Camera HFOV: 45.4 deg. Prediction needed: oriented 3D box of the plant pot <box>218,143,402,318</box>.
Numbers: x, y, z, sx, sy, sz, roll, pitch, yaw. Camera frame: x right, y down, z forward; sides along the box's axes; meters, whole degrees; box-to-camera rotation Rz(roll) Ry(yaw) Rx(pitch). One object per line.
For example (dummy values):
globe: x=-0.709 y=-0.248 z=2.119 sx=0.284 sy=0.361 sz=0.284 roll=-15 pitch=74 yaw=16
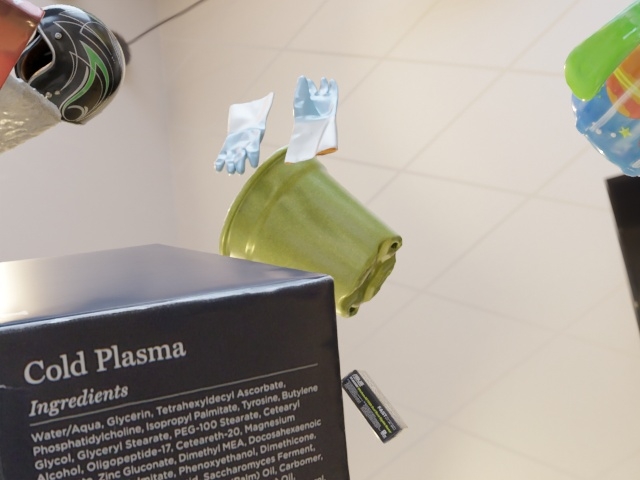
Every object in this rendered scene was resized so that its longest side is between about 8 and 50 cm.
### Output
plant pot: x=0.000 y=0.000 z=1.398 sx=0.254 sy=0.276 sz=0.276 roll=34 pitch=-152 yaw=19

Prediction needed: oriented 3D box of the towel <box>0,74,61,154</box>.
towel: x=-0.492 y=-0.146 z=0.954 sx=0.187 sy=0.282 sz=0.049 roll=45 pitch=-155 yaw=-60

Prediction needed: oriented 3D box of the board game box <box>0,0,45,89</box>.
board game box: x=-0.435 y=-0.245 z=0.749 sx=0.281 sy=0.145 sz=0.027 roll=29 pitch=-146 yaw=-27

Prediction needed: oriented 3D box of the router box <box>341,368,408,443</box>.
router box: x=0.087 y=0.269 z=1.242 sx=0.122 sy=0.038 sz=0.092 roll=52 pitch=-177 yaw=17

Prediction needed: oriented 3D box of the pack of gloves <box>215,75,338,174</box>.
pack of gloves: x=-0.070 y=-0.192 z=1.185 sx=0.232 sy=0.195 sz=0.046 roll=-88 pitch=-19 yaw=-51

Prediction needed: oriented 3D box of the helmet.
helmet: x=-0.389 y=-0.279 z=1.192 sx=0.169 sy=0.161 sz=0.169 roll=31 pitch=-168 yaw=-8

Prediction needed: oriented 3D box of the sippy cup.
sippy cup: x=0.427 y=-0.197 z=0.900 sx=0.305 sy=0.224 sz=0.240 roll=27 pitch=-130 yaw=-10

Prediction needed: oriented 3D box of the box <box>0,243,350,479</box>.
box: x=-0.130 y=0.171 z=0.513 sx=0.179 sy=0.343 sz=0.312 roll=-9 pitch=-83 yaw=-27
